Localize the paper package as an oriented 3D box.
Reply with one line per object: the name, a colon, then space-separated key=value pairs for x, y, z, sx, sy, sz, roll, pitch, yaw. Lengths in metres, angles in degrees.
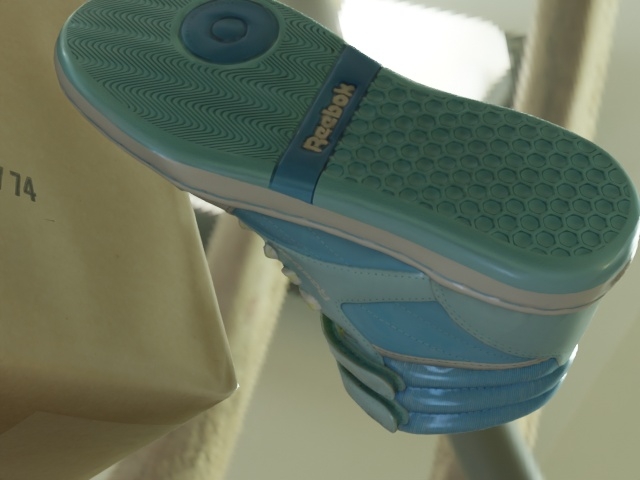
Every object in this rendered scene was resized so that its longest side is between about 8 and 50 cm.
paper package: x=-0.242 y=-0.021 z=1.121 sx=0.168 sy=0.325 sz=0.309 roll=-33 pitch=-121 yaw=33

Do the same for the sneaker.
sneaker: x=0.000 y=0.000 z=1.007 sx=0.319 sy=0.208 sz=0.127 roll=26 pitch=-125 yaw=16
